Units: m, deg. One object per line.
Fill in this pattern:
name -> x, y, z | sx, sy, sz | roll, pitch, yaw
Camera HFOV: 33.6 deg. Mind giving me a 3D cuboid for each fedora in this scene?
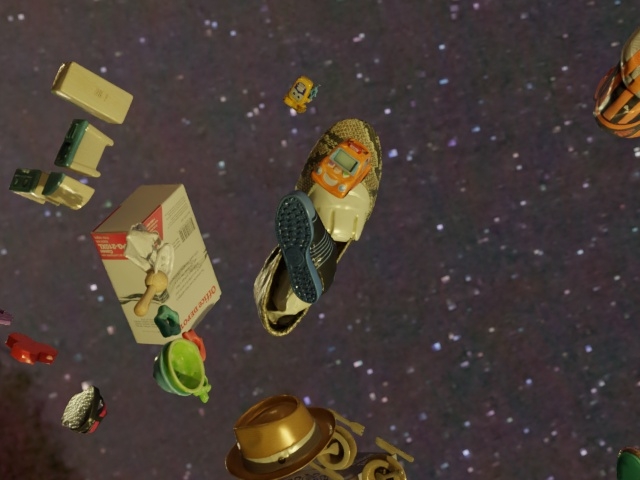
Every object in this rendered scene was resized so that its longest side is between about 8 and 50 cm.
fedora -> -0.073, 0.304, 1.699 | 0.194, 0.194, 0.079 | 12, -49, 57

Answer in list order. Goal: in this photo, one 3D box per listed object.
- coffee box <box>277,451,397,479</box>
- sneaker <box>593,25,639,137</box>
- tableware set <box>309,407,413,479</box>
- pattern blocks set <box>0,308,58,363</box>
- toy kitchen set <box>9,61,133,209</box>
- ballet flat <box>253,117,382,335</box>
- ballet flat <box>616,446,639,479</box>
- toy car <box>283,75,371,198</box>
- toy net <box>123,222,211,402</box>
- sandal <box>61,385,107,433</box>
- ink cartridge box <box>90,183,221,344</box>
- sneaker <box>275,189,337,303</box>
coffee box -> 0.019, 0.507, 2.076 | 0.168, 0.297, 0.119 | -6, -88, 32
sneaker -> 0.452, -0.248, 1.339 | 0.124, 0.321, 0.180 | 51, -21, 9
tableware set -> 0.065, 0.403, 1.913 | 0.194, 0.039, 0.128 | 27, -69, 23
pattern blocks set -> -0.580, 0.109, 1.584 | 0.285, 0.325, 0.026 | 29, -82, 33
toy kitchen set -> -0.432, -0.171, 1.730 | 0.166, 0.122, 0.207 | 8, -106, 49
ballet flat -> 0.000, 0.000, 2.067 | 0.182, 0.164, 0.483 | -97, -151, -54
ballet flat -> 0.500, 0.403, 1.568 | 0.077, 0.079, 0.221 | -20, -92, 57
toy car -> -0.001, -0.091, 0.879 | 0.122, 0.060, 0.040 | 50, -48, 20
toy net -> -0.179, 0.082, 1.301 | 0.045, 0.122, 0.232 | -24, -110, 27
sandal -> -0.330, 0.244, 1.506 | 0.040, 0.067, 0.179 | 31, -17, -15
ink cartridge box -> -0.284, 0.043, 1.875 | 0.100, 0.172, 0.237 | -1, -59, 28
sneaker -> -0.020, -0.001, 1.897 | 0.081, 0.090, 0.232 | 14, -50, 27
